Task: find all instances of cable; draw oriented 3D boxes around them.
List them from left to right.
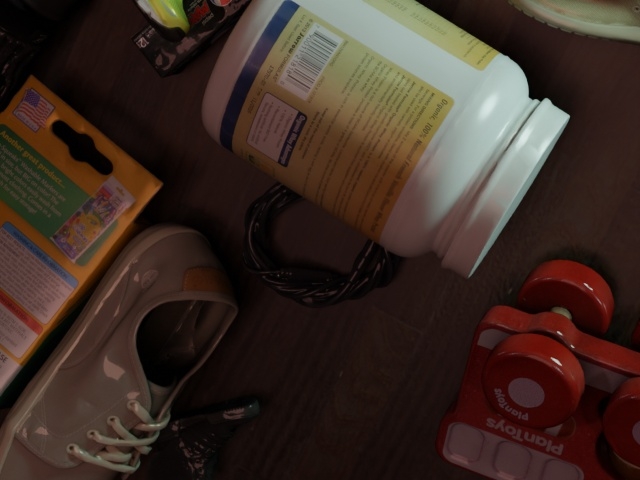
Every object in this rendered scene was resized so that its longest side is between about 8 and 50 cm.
[{"bbox_3d":[0.000,0.000,1.684,0.184,0.047,0.150,-21,100,16],"label":"cable"}]

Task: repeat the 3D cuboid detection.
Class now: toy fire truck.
[{"bbox_3d":[0.284,0.184,1.594,0.302,0.169,0.254,20,130,12],"label":"toy fire truck"}]

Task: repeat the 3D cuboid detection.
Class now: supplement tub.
[{"bbox_3d":[0.066,-0.124,1.537,0.316,0.228,0.228,33,108,8],"label":"supplement tub"}]

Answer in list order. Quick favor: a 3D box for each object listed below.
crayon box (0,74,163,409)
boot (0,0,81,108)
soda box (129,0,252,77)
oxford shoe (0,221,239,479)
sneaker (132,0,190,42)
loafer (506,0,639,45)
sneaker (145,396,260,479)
[{"bbox_3d":[-0.337,0.005,1.722,0.203,0.083,0.323,39,95,10],"label":"crayon box"},{"bbox_3d":[-0.459,-0.279,1.705,0.348,0.131,0.260,44,109,3],"label":"boot"},{"bbox_3d":[-0.121,-0.250,1.656,0.169,0.053,0.060,-38,90,20],"label":"soda box"},{"bbox_3d":[-0.236,0.192,1.706,0.130,0.169,0.449,41,105,37],"label":"oxford shoe"},{"bbox_3d":[-0.168,-0.304,1.616,0.094,0.081,0.208,-24,65,5],"label":"sneaker"},{"bbox_3d":[0.313,-0.240,1.517,0.268,0.102,0.092,14,103,4],"label":"loafer"},{"bbox_3d":[-0.134,0.240,1.766,0.170,0.051,0.089,-16,97,23],"label":"sneaker"}]
